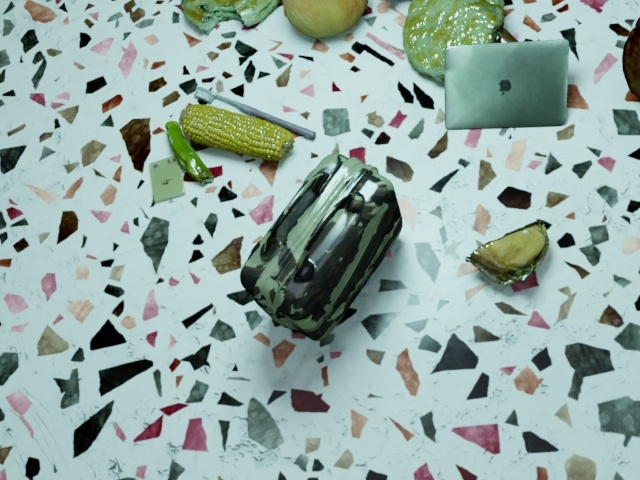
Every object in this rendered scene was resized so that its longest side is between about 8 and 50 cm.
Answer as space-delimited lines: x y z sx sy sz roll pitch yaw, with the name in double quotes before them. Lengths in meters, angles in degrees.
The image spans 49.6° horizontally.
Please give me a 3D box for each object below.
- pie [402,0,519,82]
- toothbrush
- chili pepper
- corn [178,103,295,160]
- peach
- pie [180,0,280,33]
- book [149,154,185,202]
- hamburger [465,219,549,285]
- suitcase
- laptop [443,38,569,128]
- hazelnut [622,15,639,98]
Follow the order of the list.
"pie" 0.321 -0.498 1.648 0.257 0.105 0.274 -16 64 14
"toothbrush" -0.167 -0.312 1.704 0.354 0.024 0.029 24 79 20
"chili pepper" -0.327 -0.214 1.678 0.052 0.050 0.202 -33 65 -4
"corn" -0.198 -0.253 1.649 0.293 0.106 0.106 19 71 15
"peach" 0.006 -0.614 1.693 0.232 0.232 0.233 -4 66 9
"pie" -0.239 -0.682 1.860 0.302 0.067 0.303 -5 66 11
"book" -0.371 -0.150 1.678 0.077 0.014 0.111 -17 64 5
"hamburger" 0.393 0.040 1.409 0.176 0.087 0.102 -24 75 -7
"suitcase" 0.000 0.000 1.352 0.194 0.339 0.351 32 80 21
"laptop" 0.413 -0.346 1.552 0.269 0.015 0.188 0 104 11
"hazelnut" 0.755 -0.408 1.466 0.229 0.229 0.230 -4 66 9
